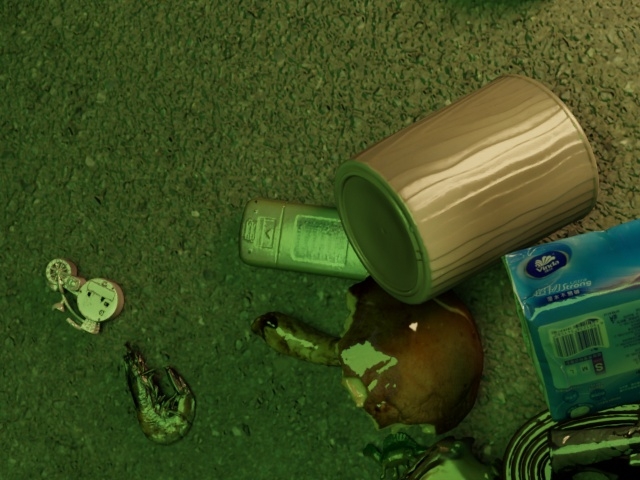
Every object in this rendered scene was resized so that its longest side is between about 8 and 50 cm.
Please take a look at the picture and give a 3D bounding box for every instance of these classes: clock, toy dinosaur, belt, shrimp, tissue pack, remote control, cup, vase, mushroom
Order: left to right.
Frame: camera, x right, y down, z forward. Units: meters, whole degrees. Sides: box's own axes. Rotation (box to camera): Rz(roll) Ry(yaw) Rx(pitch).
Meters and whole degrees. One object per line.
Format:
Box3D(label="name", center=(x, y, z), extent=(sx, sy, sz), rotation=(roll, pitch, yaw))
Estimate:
Box3D(label="clock", center=(-0.355, 0.080, 2.110), extent=(0.129, 0.041, 0.087), rotation=(32, 94, 13))
Box3D(label="shrimp", center=(-0.235, 0.215, 2.070), extent=(0.091, 0.034, 0.161), rotation=(-24, 86, 5))
Box3D(label="remote control", center=(0.000, 0.000, 1.992), extent=(0.234, 0.038, 0.098), rotation=(7, 90, 19))
Box3D(label="mushroom", center=(0.085, 0.127, 1.918), extent=(0.208, 0.233, 0.302), rotation=(-56, 29, -1))
Box3D(label="toy dinosaur", center=(0.115, 0.286, 1.945), extent=(0.120, 0.029, 0.060), rotation=(-23, 68, 16))
Box3D(label="cup", center=(0.161, -0.084, 1.802), extent=(0.273, 0.208, 0.288), rotation=(-29, 54, -22))
Box3D(label="vase", center=(0.360, 0.242, 1.717), extent=(0.167, 0.059, 0.059), rotation=(-12, 83, 21))
Box3D(label="tissue pack", center=(0.372, 0.083, 1.717), extent=(0.264, 0.146, 0.198), rotation=(-17, 125, 5))
Box3D(label="belt", center=(0.406, 0.284, 1.796), extent=(0.339, 0.122, 0.217), rotation=(-7, 87, 21))

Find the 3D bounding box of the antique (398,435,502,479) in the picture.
Box3D(label="antique", center=(0.127, 0.382, 1.870), extent=(0.125, 0.150, 0.284), rotation=(42, 100, 12))
